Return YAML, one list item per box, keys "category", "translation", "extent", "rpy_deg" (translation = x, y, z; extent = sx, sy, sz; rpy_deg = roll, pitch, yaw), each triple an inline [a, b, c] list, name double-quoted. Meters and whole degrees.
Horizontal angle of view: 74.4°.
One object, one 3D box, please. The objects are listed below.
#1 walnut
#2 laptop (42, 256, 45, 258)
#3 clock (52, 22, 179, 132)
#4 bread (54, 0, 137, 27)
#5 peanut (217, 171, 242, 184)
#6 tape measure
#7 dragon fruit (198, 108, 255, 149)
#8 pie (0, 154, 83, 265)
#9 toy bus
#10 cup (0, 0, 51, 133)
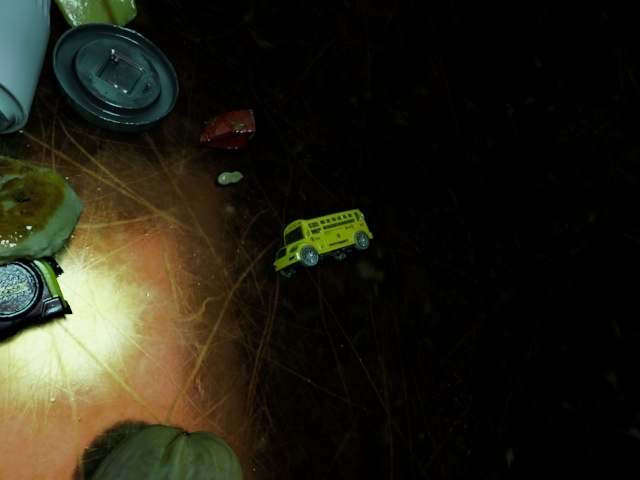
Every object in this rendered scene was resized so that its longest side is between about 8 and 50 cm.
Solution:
- category: "walnut"
  translation: [-0.310, 0.550, 0.822]
  extent: [0.306, 0.306, 0.343]
  rpy_deg: [26, 57, -25]
- category: "laptop"
  translation: [-0.708, -0.047, 0.927]
  extent: [0.154, 0.026, 0.207]
  rpy_deg: [-9, 77, -35]
- category: "clock"
  translation: [-0.553, -0.444, 1.155]
  extent: [0.313, 0.061, 0.312]
  rpy_deg: [13, 66, -31]
- category: "bread"
  translation: [-0.639, -0.768, 1.103]
  extent: [0.233, 0.245, 0.361]
  rpy_deg: [-33, 96, -25]
- category: "peanut"
  translation: [-0.272, -0.189, 1.276]
  extent: [0.083, 0.037, 0.037]
  rpy_deg: [-13, 81, -42]
- category: "tape measure"
  translation: [-0.636, 0.100, 0.861]
  extent: [0.199, 0.112, 0.186]
  rpy_deg: [-22, 100, -42]
- category: "dragon fruit"
  translation: [-0.286, -0.348, 1.273]
  extent: [0.161, 0.120, 0.127]
  rpy_deg: [-8, 72, -32]
- category: "pie"
  translation: [-0.649, -0.075, 0.844]
  extent: [0.315, 0.092, 0.315]
  rpy_deg: [19, 35, -14]
- category: "toy bus"
  translation: [0.000, 0.000, 1.327]
  extent: [0.330, 0.144, 0.152]
  rpy_deg: [-15, 82, -39]
- category: "cup"
  translation: [-0.741, -0.437, 0.908]
  extent: [0.253, 0.253, 0.371]
  rpy_deg: [14, 63, -31]
